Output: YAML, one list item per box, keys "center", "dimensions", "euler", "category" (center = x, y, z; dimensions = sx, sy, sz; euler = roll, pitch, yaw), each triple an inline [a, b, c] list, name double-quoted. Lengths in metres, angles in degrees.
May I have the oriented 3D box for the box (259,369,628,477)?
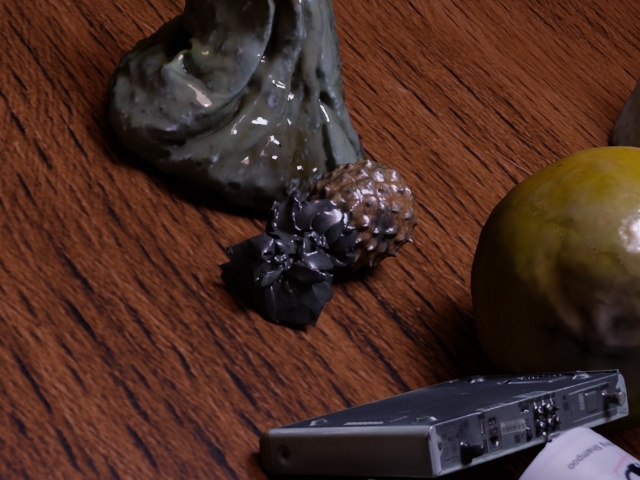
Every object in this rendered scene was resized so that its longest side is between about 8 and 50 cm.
- center: [0.110, 0.149, 1.287]
  dimensions: [0.270, 0.045, 0.211]
  euler: [-8, 0, -45]
  category: "box"

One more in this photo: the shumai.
- center: [-0.047, -0.202, 1.626]
  dimensions: [0.304, 0.263, 0.309]
  euler: [21, 29, -7]
  category: "shumai"

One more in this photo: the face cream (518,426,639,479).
- center: [0.313, 0.296, 1.171]
  dimensions: [0.369, 0.145, 0.145]
  euler: [32, 28, 30]
  category: "face cream"

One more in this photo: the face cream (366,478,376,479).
- center: [0.141, 0.297, 1.144]
  dimensions: [0.311, 0.092, 0.092]
  euler: [33, 29, 10]
  category: "face cream"

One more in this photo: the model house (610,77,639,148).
- center: [0.630, -0.161, 1.989]
  dimensions: [0.382, 0.342, 0.334]
  euler: [24, 17, -10]
  category: "model house"

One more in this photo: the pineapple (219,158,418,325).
- center: [0.000, 0.000, 1.506]
  dimensions: [0.119, 0.111, 0.237]
  euler: [7, 25, 36]
  category: "pineapple"

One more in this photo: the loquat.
- center: [0.268, 0.044, 1.467]
  dimensions: [0.276, 0.276, 0.284]
  euler: [29, 20, 5]
  category: "loquat"
